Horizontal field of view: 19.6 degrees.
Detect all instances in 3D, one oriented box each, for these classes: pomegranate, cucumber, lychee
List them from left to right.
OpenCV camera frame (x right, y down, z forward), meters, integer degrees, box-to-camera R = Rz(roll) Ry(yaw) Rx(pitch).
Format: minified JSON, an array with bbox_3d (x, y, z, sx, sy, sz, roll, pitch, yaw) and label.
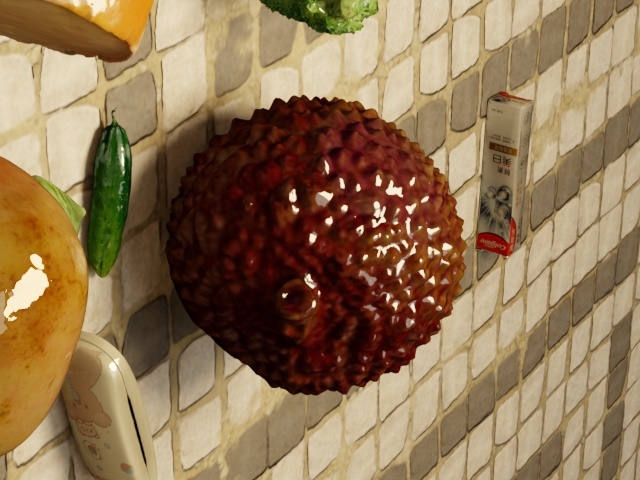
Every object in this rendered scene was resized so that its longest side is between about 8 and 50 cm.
[{"bbox_3d":[-0.288,0.047,1.420,0.270,0.229,0.252,-15,119,-64],"label":"pomegranate"},{"bbox_3d":[-0.196,-0.040,1.732,0.039,0.039,0.168,-21,125,-55],"label":"cucumber"},{"bbox_3d":[0.000,0.000,1.832,0.330,0.306,0.306,-71,162,-58],"label":"lychee"}]

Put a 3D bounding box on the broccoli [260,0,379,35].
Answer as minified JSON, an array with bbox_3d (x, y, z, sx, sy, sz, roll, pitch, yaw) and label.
[{"bbox_3d":[0.016,-0.341,1.749,0.265,0.245,0.294,-7,87,-40],"label":"broccoli"}]

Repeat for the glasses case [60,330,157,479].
[{"bbox_3d":[-0.205,0.171,1.785,0.051,0.081,0.204,-46,140,-37],"label":"glasses case"}]

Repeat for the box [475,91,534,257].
[{"bbox_3d":[0.245,-0.087,2.466,0.039,0.055,0.218,-30,129,-49],"label":"box"}]

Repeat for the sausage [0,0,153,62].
[{"bbox_3d":[-0.201,-0.299,1.387,0.233,0.233,0.287,32,77,-61],"label":"sausage"}]

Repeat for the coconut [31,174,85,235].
[{"bbox_3d":[-0.249,-0.012,1.607,0.096,0.088,0.088,-17,124,-23],"label":"coconut"}]
